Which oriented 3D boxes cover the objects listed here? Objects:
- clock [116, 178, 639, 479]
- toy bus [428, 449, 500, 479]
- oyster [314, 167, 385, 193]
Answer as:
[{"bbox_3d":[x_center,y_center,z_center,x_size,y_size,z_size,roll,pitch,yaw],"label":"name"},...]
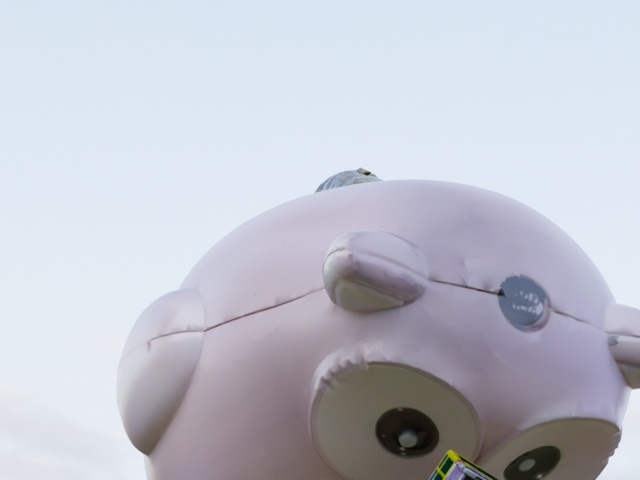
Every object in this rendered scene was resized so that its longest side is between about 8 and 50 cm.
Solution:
[{"bbox_3d":[0.052,0.096,1.110,0.368,0.250,0.376,17,-32,-18],"label":"clock"},{"bbox_3d":[0.067,0.175,0.874,0.052,0.102,0.058,33,3,-12],"label":"toy bus"},{"bbox_3d":[-0.005,-0.001,1.737,0.294,0.166,0.094,-35,-85,38],"label":"oyster"}]
